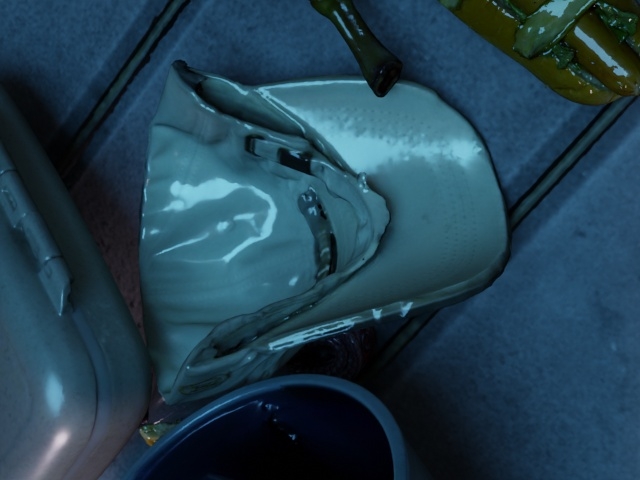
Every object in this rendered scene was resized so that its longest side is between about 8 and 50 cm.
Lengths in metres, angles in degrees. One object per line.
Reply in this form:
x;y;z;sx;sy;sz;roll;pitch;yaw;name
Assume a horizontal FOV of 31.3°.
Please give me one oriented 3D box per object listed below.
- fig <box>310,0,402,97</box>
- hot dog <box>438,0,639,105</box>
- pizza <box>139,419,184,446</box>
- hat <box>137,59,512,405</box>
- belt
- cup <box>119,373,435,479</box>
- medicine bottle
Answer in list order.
-0.049;-0.235;0.838;0.217;0.217;0.321;-29;102;24;fig
0.142;-0.196;0.827;0.269;0.072;0.109;45;115;10;hot dog
-0.065;0.166;0.928;0.185;0.176;0.036;-33;56;24;pizza
-0.005;-0.002;0.895;0.301;0.168;0.257;-7;64;1;hat
-0.063;0.108;0.975;0.232;0.053;0.071;-19;100;24;belt
0.030;0.303;0.783;0.257;0.331;0.311;-39;122;-8;cup
-0.290;0.047;0.962;0.282;0.123;0.375;-48;64;35;medicine bottle
